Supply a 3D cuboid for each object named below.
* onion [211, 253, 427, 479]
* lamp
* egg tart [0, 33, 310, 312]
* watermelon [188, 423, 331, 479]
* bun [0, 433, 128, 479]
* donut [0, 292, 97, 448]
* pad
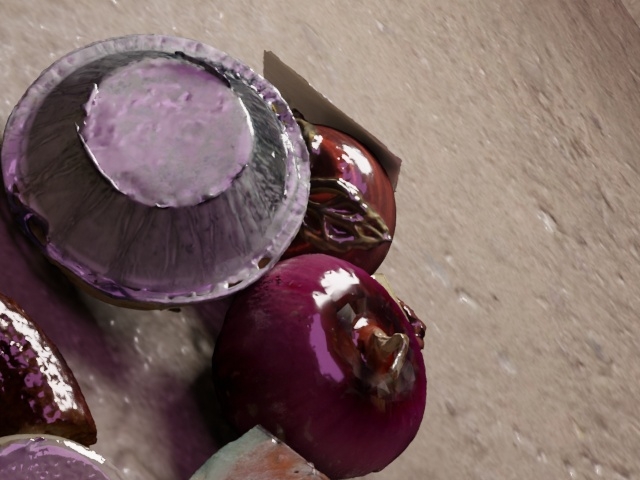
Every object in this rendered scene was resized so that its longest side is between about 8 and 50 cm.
[{"bbox_3d":[0.004,0.096,1.133,0.177,0.153,0.177,42,17,-15],"label":"onion"},{"bbox_3d":[0.008,-0.006,1.259,0.223,0.151,0.215,12,51,-53],"label":"lamp"},{"bbox_3d":[-0.117,-0.062,1.102,0.234,0.094,0.234,6,62,-12],"label":"egg tart"},{"bbox_3d":[0.010,0.242,0.951,0.260,0.176,0.256,54,29,-38],"label":"watermelon"},{"bbox_3d":[-0.172,0.176,0.837,0.138,0.094,0.138,5,80,-32],"label":"bun"},{"bbox_3d":[-0.231,0.079,0.864,0.217,0.085,0.141,7,51,-51],"label":"donut"},{"bbox_3d":[0.007,-0.089,1.339,0.156,0.004,0.232,41,-10,6],"label":"pad"}]
